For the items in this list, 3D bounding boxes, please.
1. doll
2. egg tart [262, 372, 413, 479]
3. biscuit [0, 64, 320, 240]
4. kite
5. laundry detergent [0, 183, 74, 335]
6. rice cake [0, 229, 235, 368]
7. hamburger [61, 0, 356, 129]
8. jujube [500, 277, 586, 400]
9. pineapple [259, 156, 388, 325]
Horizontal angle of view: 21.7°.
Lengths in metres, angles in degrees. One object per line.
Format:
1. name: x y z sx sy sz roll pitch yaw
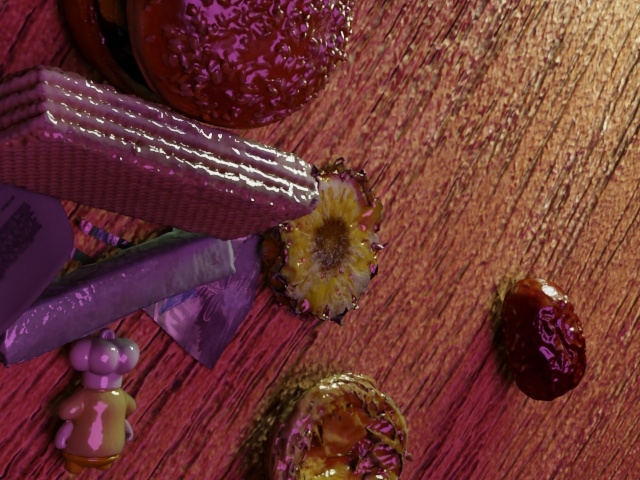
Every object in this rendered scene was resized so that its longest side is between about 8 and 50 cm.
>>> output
1. doll: -0.245 0.175 1.839 0.106 0.062 0.162 1 102 -48
2. egg tart: 0.009 0.275 2.088 0.252 0.098 0.232 -2 98 -47
3. biscuit: -0.171 -0.078 1.666 0.426 0.144 0.079 16 64 -54
4. kite: -0.174 0.013 1.893 0.310 0.015 0.169 39 74 -43
5. laundry detergent: -0.420 -0.066 1.561 0.264 0.124 0.398 -48 129 -24
6. rice cake: -0.232 0.056 1.791 0.336 0.063 0.066 -23 114 -39
7. hamburger: -0.106 -0.257 1.728 0.291 0.225 0.291 -11 108 -38
8. jujube: 0.308 0.135 2.313 0.112 0.109 0.176 -64 143 -59
9. pineapple: 0.000 0.000 2.028 0.221 0.047 0.221 -15 111 -45
